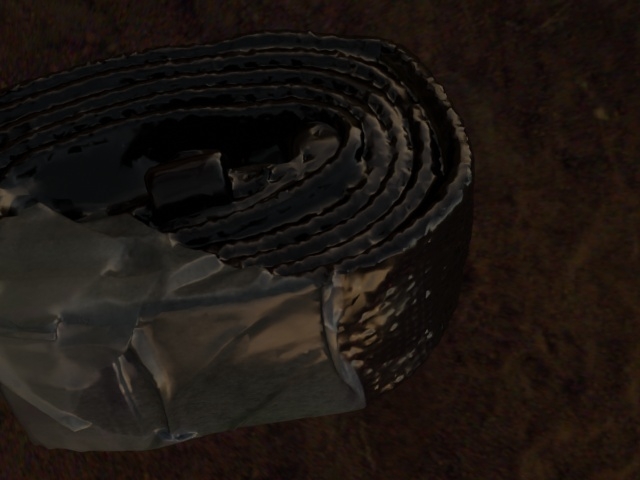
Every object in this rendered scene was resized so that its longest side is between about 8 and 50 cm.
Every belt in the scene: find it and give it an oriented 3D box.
[{"bbox_3d":[-0.066,0.007,0.517,0.289,0.164,0.184,-9,55,-3],"label":"belt"}]
